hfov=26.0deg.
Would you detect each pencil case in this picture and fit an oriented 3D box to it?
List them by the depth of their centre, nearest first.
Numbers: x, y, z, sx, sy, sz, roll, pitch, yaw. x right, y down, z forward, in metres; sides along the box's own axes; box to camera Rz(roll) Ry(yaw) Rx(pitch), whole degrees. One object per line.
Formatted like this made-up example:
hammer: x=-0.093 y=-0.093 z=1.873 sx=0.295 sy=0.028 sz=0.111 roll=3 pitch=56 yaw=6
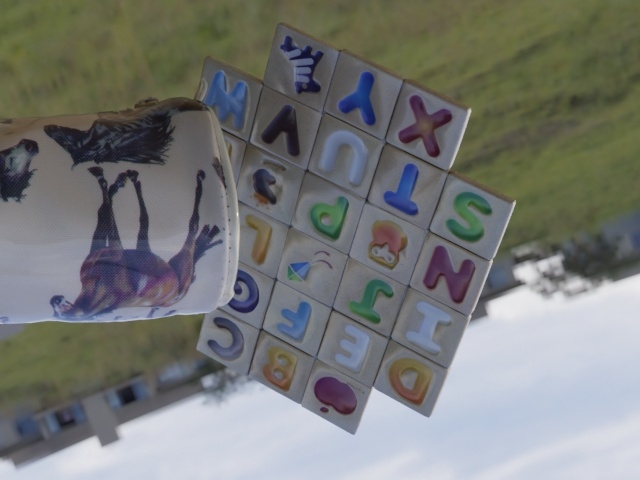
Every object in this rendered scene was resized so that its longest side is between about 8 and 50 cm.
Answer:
pencil case: x=-0.270 y=-0.028 z=1.027 sx=0.410 sy=0.184 sz=0.160 roll=-1 pitch=144 yaw=-14

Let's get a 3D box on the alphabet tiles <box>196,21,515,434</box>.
alphabet tiles: x=0.000 y=0.000 z=1.167 sx=0.285 sy=0.343 sz=0.011 roll=27 pitch=-145 yaw=15
